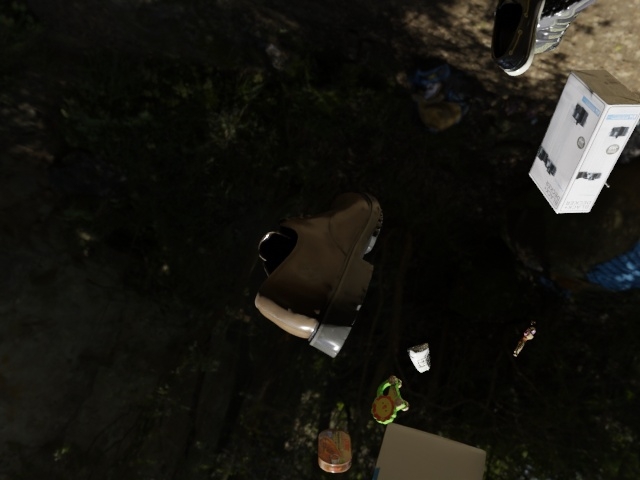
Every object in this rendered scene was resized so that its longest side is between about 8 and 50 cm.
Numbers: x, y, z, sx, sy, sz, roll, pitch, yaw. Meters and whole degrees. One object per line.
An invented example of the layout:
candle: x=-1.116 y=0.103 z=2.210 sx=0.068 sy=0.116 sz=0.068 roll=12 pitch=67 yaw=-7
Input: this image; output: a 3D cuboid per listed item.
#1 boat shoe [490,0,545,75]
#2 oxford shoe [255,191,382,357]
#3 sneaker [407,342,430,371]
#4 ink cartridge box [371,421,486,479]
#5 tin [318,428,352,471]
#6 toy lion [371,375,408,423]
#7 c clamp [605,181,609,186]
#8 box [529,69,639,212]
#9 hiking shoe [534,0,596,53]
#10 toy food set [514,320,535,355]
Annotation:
boat shoe: x=0.376 y=-0.440 z=0.976 sx=0.068 sy=0.228 sz=0.081 roll=10 pitch=174 yaw=-37
oxford shoe: x=0.000 y=0.000 z=0.459 sx=0.096 sy=0.083 sz=0.227 roll=23 pitch=-154 yaw=1
sneaker: x=0.259 y=0.299 z=1.294 sx=0.053 sy=0.061 sz=0.152 roll=-18 pitch=157 yaw=11
ink cartridge box: x=0.179 y=0.458 z=0.885 sx=0.168 sy=0.171 sz=0.233 roll=11 pitch=144 yaw=18
tin: x=0.046 y=0.660 z=1.599 sx=0.106 sy=0.040 sz=0.190 roll=-2 pitch=-169 yaw=1
toy lion: x=0.169 y=0.407 z=1.285 sx=0.034 sy=0.096 sz=0.100 roll=38 pitch=-153 yaw=-38
c clamp: x=0.764 y=-0.227 z=1.441 sx=0.137 sy=0.022 sz=0.161 roll=48 pitch=-145 yaw=-4
box: x=0.602 y=-0.224 z=1.177 sx=0.087 sy=0.290 sz=0.169 roll=-3 pitch=-135 yaw=-7
hiking shoe: x=0.477 y=-0.455 z=1.054 sx=0.114 sy=0.086 sz=0.227 roll=13 pitch=153 yaw=-40
toy food set: x=0.646 y=0.311 z=1.597 sx=0.019 sy=0.122 sz=0.078 roll=32 pitch=-177 yaw=14
